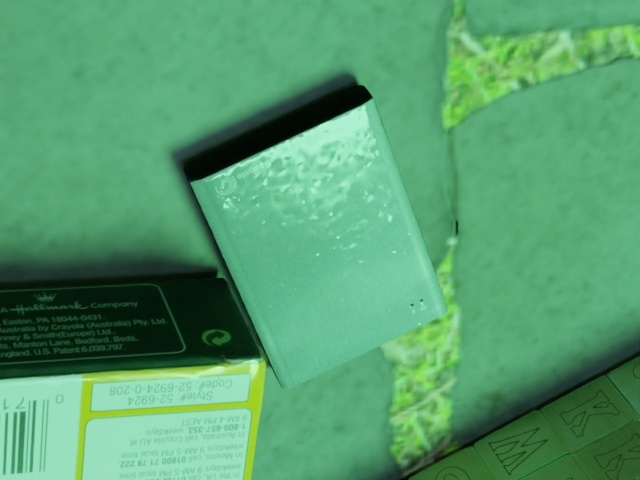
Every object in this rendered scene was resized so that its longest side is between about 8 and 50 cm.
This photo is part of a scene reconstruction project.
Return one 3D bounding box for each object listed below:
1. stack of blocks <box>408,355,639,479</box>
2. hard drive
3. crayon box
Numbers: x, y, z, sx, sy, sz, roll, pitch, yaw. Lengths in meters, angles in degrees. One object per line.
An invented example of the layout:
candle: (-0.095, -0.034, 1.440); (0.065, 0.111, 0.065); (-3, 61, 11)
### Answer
stack of blocks: (0.181, 0.166, 0.917); (0.297, 0.087, 0.171); (-27, 125, -4)
hard drive: (0.000, 0.000, 0.790); (0.094, 0.022, 0.135); (-25, 125, -5)
crayon box: (-0.150, 0.178, 0.803); (0.203, 0.083, 0.322); (-2, 119, -19)
